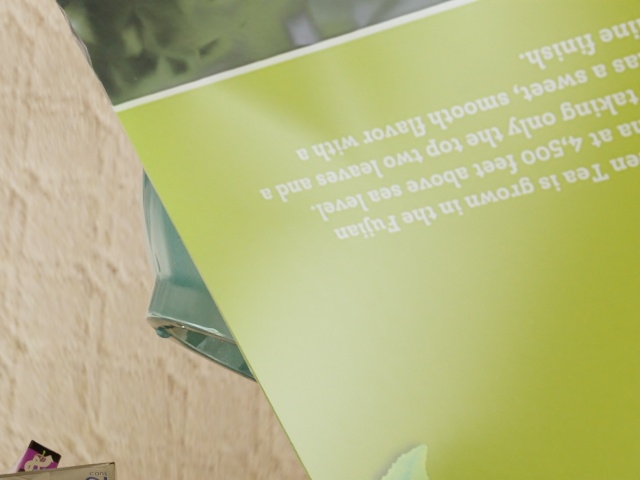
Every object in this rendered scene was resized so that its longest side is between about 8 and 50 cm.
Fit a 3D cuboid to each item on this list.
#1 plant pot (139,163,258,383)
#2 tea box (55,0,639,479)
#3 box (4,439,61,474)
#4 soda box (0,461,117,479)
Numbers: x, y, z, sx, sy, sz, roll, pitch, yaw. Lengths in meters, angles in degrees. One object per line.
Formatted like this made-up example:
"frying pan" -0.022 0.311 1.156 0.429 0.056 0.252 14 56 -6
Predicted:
"plant pot" 0.000 0.000 1.164 0.293 0.293 0.196 24 79 1
"tea box" 0.100 -0.102 0.583 0.220 0.329 0.323 -14 115 29
"box" -0.234 0.230 1.220 0.029 0.116 0.162 30 46 -12
"soda box" -0.154 0.272 1.051 0.091 0.286 0.098 -5 35 -7
